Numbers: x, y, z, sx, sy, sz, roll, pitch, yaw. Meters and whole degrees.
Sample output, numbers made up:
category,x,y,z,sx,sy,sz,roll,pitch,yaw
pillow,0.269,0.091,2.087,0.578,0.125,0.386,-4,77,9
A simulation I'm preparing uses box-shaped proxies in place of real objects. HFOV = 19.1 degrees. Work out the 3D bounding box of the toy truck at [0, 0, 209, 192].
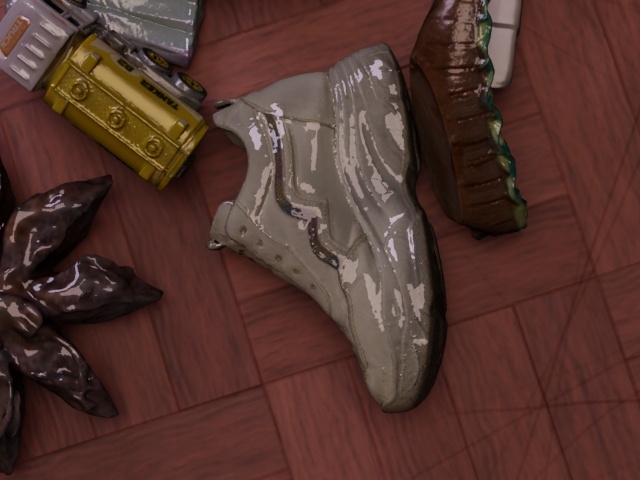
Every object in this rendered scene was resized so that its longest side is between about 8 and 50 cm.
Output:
category,x,y,z,sx,sy,sz,roll,pitch,yaw
toy truck,-0.204,-0.146,1.782,0.227,0.114,0.098,38,106,-1

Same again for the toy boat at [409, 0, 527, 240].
category,x,y,z,sx,sy,sz,roll,pitch,yaw
toy boat,0.133,-0.138,1.737,0.099,0.108,0.293,-14,110,-21

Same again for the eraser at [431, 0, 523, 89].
category,x,y,z,sx,sy,sz,roll,pitch,yaw
eraser,0.161,-0.314,1.826,0.089,0.061,0.352,6,84,5

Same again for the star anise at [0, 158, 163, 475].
category,x,y,z,sx,sy,sz,roll,pitch,yaw
star anise,-0.312,0.054,1.786,0.332,0.117,0.331,0,86,-1

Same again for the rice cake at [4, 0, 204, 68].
category,x,y,z,sx,sy,sz,roll,pitch,yaw
rice cake,-0.203,-0.273,1.857,0.198,0.037,0.189,9,84,5

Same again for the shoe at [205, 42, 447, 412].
category,x,y,z,sx,sy,sz,roll,pitch,yaw
shoe,0.000,0.000,1.772,0.211,0.132,0.342,-11,80,9
